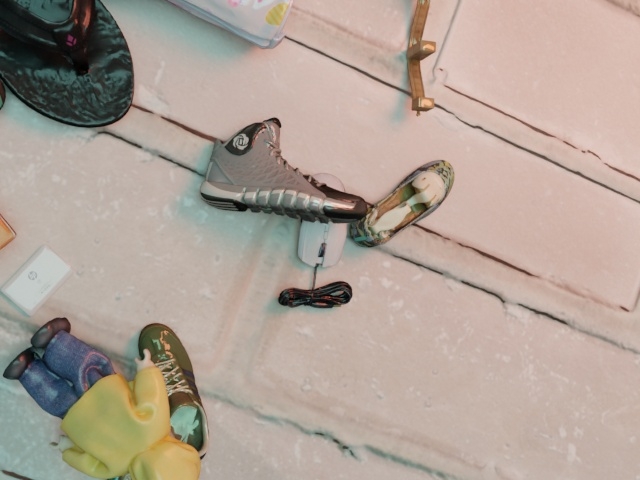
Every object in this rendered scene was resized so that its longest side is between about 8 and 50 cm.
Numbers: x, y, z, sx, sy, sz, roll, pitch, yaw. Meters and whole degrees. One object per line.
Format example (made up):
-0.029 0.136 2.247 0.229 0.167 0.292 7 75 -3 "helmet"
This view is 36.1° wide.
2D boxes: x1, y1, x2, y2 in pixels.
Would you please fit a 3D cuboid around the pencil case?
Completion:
-0.164 -0.350 1.292 0.273 0.113 0.124 19 54 -16 "pencil case"

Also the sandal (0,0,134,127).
-0.382 -0.342 1.237 0.167 0.107 0.446 -30 97 -14 "sandal"

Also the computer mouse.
0.000 0.000 1.374 0.106 0.042 0.193 5 88 -15 "computer mouse"

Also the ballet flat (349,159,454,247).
0.127 -0.051 1.399 0.188 0.070 0.070 -39 99 -13 "ballet flat"

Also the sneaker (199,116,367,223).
-0.044 -0.100 1.322 0.228 0.086 0.132 8 79 4 "sneaker"

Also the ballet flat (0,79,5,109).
-0.516 -0.245 1.204 0.280 0.096 0.095 26 70 -14 "ballet flat"

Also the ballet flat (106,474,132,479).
-0.265 0.365 1.283 0.067 0.073 0.206 27 84 -22 "ballet flat"

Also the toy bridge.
0.144 -0.271 1.406 0.026 0.063 0.188 4 87 -15 "toy bridge"

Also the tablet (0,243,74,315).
-0.371 0.052 1.288 0.054 0.006 0.083 44 78 -11 "tablet"

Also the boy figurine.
-0.254 0.218 1.228 0.285 0.092 0.177 40 96 4 "boy figurine"

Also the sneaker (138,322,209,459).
-0.187 0.202 1.295 0.064 0.086 0.192 -18 94 -15 "sneaker"

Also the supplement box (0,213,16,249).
-0.493 0.040 1.218 0.233 0.078 0.080 -39 102 -12 "supplement box"
